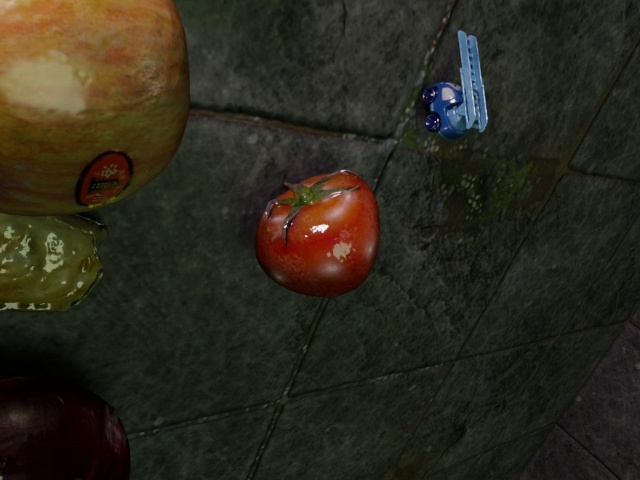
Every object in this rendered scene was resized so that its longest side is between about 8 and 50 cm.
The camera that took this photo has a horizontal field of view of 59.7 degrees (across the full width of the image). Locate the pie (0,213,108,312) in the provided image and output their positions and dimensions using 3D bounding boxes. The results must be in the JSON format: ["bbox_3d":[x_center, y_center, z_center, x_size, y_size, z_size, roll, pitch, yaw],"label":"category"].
[{"bbox_3d":[-0.330,-0.001,0.488,0.282,0.068,0.128,20,107,-43],"label":"pie"}]

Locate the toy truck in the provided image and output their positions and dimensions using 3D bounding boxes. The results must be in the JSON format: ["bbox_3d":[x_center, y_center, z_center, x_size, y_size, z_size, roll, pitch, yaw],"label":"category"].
[{"bbox_3d":[0.182,-0.208,0.762,0.063,0.074,0.136,-1,81,-42],"label":"toy truck"}]

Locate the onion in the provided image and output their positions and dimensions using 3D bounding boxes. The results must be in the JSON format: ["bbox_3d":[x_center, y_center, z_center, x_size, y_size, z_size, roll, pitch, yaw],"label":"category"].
[{"bbox_3d":[-0.348,0.289,0.578,0.314,0.232,0.314,-23,136,-24],"label":"onion"}]

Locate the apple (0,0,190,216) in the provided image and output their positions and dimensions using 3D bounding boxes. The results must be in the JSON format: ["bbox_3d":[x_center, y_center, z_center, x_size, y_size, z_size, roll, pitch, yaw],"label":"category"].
[{"bbox_3d":[-0.199,-0.122,0.392,0.188,0.211,0.211,-17,132,-39],"label":"apple"}]

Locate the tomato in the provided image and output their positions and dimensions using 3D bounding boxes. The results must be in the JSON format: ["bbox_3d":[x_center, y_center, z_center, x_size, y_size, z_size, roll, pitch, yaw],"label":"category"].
[{"bbox_3d":[0.000,0.000,0.699,0.167,0.167,0.167,-23,134,-25],"label":"tomato"}]
